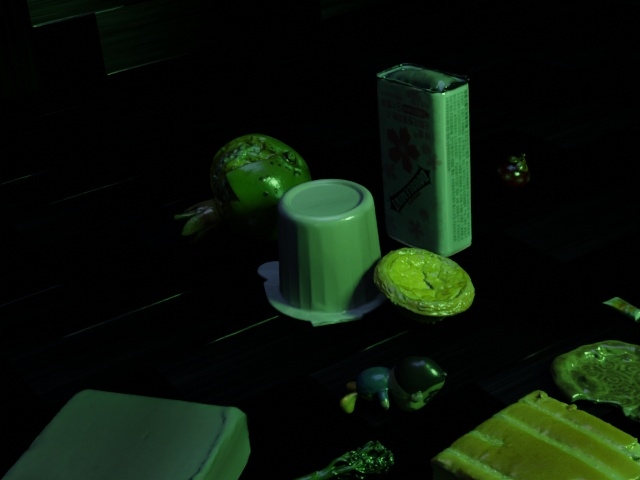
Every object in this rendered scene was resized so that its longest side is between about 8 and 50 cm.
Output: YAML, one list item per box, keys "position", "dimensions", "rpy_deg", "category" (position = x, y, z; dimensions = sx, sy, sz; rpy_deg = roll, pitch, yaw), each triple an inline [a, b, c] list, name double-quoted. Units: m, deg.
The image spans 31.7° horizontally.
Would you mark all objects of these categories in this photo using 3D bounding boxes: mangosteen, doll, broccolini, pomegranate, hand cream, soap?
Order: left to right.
- position: [-0.284, 0.341, 1.653]
  dimensions: [0.296, 0.107, 0.285]
  rpy_deg: [5, 29, 18]
  category: "soap"
- position: [-0.161, -0.088, 2.391]
  dimensions: [0.302, 0.236, 0.236]
  rpy_deg: [-35, 22, 16]
  category: "pomegranate"
- position: [-0.008, 0.347, 1.662]
  dimensions: [0.239, 0.054, 0.051]
  rpy_deg: [-14, 43, -12]
  category: "broccolini"
- position: [0.123, 0.238, 1.819]
  dimensions: [0.179, 0.088, 0.102]
  rpy_deg: [-20, 20, 25]
  category: "doll"
- position: [0.428, -0.151, 2.520]
  dimensions: [0.081, 0.080, 0.081]
  rpy_deg: [-4, 27, 2]
  category: "mangosteen"
- position: [0.549, 0.124, 2.026]
  dimensions: [0.035, 0.022, 0.102]
  rpy_deg: [-20, 26, -17]
  category: "hand cream"

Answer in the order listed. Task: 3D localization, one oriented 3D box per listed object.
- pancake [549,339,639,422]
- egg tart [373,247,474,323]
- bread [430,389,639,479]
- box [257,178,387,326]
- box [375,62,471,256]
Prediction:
- position: [0.490, 0.224, 1.832]
  dimensions: [0.235, 0.029, 0.212]
  rpy_deg: [8, 29, 21]
  category: "pancake"
- position: [0.187, 0.091, 2.068]
  dimensions: [0.191, 0.074, 0.191]
  rpy_deg: [7, 34, -4]
  category: "egg tart"
- position: [0.317, 0.331, 1.561]
  dimensions: [0.239, 0.111, 0.246]
  rpy_deg: [-26, 34, -33]
  category: "bread"
- position: [0.000, 0.000, 2.159]
  dimensions: [0.291, 0.206, 0.262]
  rpy_deg: [19, 35, 34]
  category: "box"
- position: [0.209, -0.166, 2.269]
  dimensions: [0.112, 0.369, 0.190]
  rpy_deg: [-27, 33, -35]
  category: "box"
